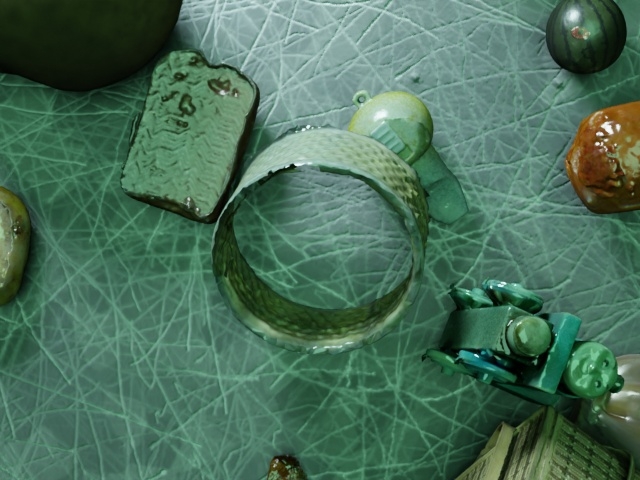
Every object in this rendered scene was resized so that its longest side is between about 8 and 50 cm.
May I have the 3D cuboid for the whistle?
[{"bbox_3d":[0.119,-0.116,1.227,0.123,0.123,0.223,-42,107,0],"label":"whistle"}]

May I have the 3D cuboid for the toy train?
[{"bbox_3d":[0.247,0.135,1.112,0.194,0.298,0.120,24,83,-4],"label":"toy train"}]

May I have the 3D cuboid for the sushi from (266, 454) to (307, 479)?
[{"bbox_3d":[-0.043,0.348,1.231,0.055,0.052,0.120,4,86,16],"label":"sushi"}]

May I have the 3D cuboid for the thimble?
[{"bbox_3d":[0.000,0.000,1.145,0.271,0.150,0.270,3,112,7],"label":"thimble"}]

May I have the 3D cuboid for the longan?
[{"bbox_3d":[-0.342,-0.342,1.154,0.350,0.288,0.288,12,88,7],"label":"longan"}]

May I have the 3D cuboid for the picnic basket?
[{"bbox_3d":[0.221,0.365,1.078,0.175,0.228,0.312,37,128,1],"label":"picnic basket"}]

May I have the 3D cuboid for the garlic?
[{"bbox_3d":[0.440,0.274,1.195,0.292,0.210,0.237,29,55,6],"label":"garlic"}]

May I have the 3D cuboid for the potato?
[{"bbox_3d":[-0.448,0.009,1.235,0.107,0.080,0.170,0,85,9],"label":"potato"}]

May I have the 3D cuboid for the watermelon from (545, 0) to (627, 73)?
[{"bbox_3d":[0.350,-0.288,1.211,0.105,0.105,0.133,-18,105,1],"label":"watermelon"}]

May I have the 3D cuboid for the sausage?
[{"bbox_3d":[0.456,-0.119,1.183,0.268,0.153,0.140,-14,88,0],"label":"sausage"}]

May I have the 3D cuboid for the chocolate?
[{"bbox_3d":[-0.172,-0.140,1.228,0.149,0.093,0.214,20,89,0],"label":"chocolate"}]
